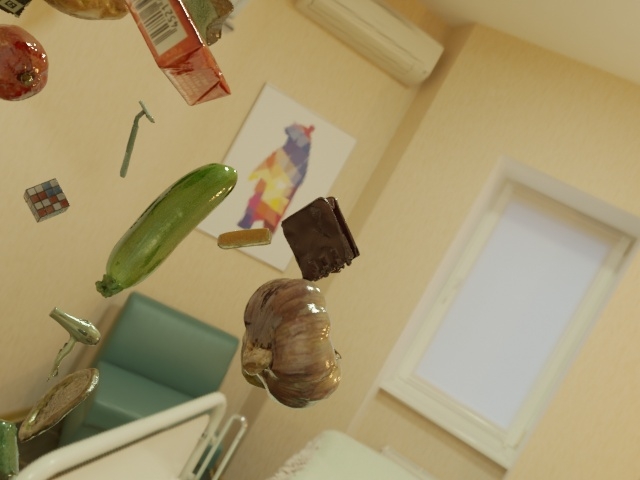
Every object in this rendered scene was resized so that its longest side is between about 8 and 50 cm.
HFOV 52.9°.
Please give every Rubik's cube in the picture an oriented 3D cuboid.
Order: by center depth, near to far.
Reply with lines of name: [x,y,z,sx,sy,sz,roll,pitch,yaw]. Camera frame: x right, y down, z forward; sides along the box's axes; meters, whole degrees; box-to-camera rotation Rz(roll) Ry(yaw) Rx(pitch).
Rubik's cube: [-0.800,-0.116,1.879,0.092,0.092,0.092,-18,-80,60]

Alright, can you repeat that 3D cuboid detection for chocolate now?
chocolate: [-0.301,-0.421,1.345,0.237,0.108,0.235,60,1,11]

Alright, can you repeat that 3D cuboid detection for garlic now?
garlic: [-0.066,0.184,1.127,0.161,0.244,0.245,-15,21,-21]

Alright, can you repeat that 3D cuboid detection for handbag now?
handbag: [0.002,-0.001,1.855,0.074,0.203,0.216,-14,75,-49]

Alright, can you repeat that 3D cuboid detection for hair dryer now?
hair dryer: [-0.769,0.292,1.890,0.167,0.199,0.067,57,-22,-22]

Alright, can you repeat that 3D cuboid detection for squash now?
squash: [-0.325,-0.036,1.362,0.107,0.395,0.107,35,-22,16]

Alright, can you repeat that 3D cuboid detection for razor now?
razor: [-0.496,-0.258,1.697,0.036,0.211,0.084,8,33,-39]

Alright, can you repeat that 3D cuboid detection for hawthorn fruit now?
hawthorn fruit: [-0.843,-0.476,1.760,0.253,0.205,0.205,43,8,27]

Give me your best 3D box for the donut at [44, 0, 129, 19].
donut: [-0.616,-0.717,1.663,0.150,0.299,0.317,5,-36,50]

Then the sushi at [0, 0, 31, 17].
sushi: [-0.702,-0.582,1.355,0.210,0.040,0.193,21,-30,-41]

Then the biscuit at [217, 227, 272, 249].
biscuit: [-0.252,-0.003,2.155,0.188,0.052,0.056,-6,-31,18]

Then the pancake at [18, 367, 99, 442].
pancake: [-0.685,0.424,1.686,0.031,0.250,0.250,55,-7,-19]

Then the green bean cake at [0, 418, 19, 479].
green bean cake: [-0.869,0.518,1.441,0.308,0.300,0.169,12,48,-39]

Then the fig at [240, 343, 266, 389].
fig: [-0.119,0.268,1.495,0.154,0.144,0.165,85,-17,-51]

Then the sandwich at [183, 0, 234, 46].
sandwich: [-0.352,-0.722,1.969,0.186,0.065,0.215,57,-23,-6]
